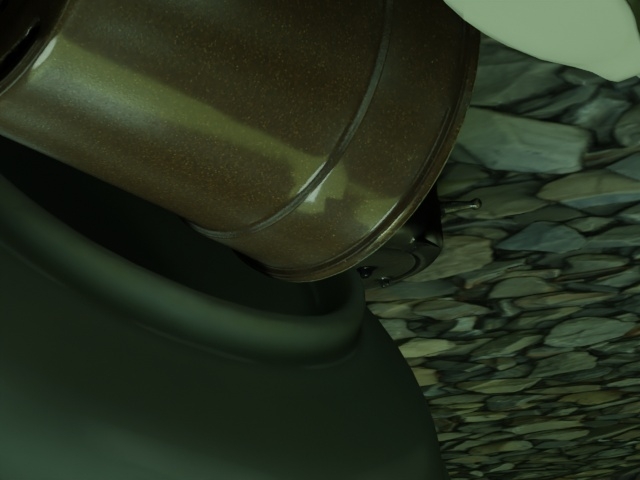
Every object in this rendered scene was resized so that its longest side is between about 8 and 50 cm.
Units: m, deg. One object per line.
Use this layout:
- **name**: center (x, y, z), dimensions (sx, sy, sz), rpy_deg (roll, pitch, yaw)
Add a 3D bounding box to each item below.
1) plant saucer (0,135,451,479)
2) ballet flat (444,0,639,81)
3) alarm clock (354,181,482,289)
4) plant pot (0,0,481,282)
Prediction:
- **plant saucer**: center (-0.093, 0.019, 0.730), dimensions (0.400, 0.400, 0.100), rpy_deg (13, 114, -45)
- **ballet flat**: center (0.126, -0.113, 0.602), dimensions (0.400, 0.139, 0.139), rpy_deg (10, 156, -41)
- **alarm clock**: center (0.000, 0.000, 1.036), dimensions (0.192, 0.064, 0.129), rpy_deg (-17, 160, 39)
- **plant pot**: center (-0.053, -0.084, 0.612), dimensions (0.165, 0.167, 0.167), rpy_deg (20, 150, -39)
